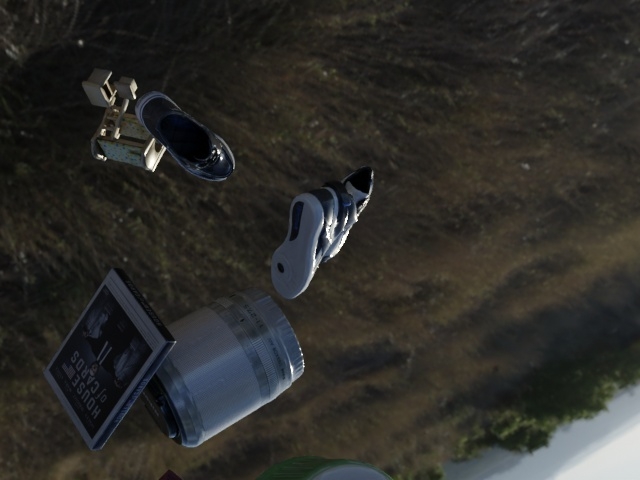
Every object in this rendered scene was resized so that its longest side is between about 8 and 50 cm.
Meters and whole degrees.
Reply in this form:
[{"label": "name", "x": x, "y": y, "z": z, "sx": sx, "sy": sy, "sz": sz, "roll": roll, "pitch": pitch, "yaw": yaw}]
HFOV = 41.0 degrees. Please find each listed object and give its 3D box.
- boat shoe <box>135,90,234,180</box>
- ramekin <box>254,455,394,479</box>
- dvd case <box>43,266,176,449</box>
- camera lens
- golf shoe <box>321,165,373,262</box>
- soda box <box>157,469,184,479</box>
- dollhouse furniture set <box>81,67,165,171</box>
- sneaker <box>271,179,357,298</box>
[{"label": "boat shoe", "x": -0.200, "y": -0.152, "z": 1.359, "sx": 0.080, "sy": 0.076, "sz": 0.228, "roll": -46, "pitch": 141, "yaw": -3}, {"label": "ramekin", "x": 0.017, "y": 0.498, "z": 1.385, "sx": 0.303, "sy": 0.303, "sz": 0.148, "roll": -14, "pitch": 170, "yaw": -34}, {"label": "dvd case", "x": -0.346, "y": 0.190, "z": 1.383, "sx": 0.239, "sy": 0.179, "sz": 0.029, "roll": -53, "pitch": 148, "yaw": 16}, {"label": "camera lens", "x": -0.198, "y": 0.235, "z": 1.596, "sx": 0.274, "sy": 0.219, "sz": 0.219, "roll": -28, "pitch": 160, "yaw": -25}, {"label": "golf shoe", "x": 0.031, "y": -0.053, "z": 1.468, "sx": 0.198, "sy": 0.077, "sz": 0.094, "roll": -60, "pitch": -179, "yaw": -31}, {"label": "soda box", "x": -0.078, "y": 0.342, "z": 0.821, "sx": 0.083, "sy": 0.263, "sz": 0.092, "roll": -41, "pitch": 149, "yaw": -34}, {"label": "dollhouse furniture set", "x": -0.319, "y": -0.203, "z": 1.511, "sx": 0.161, "sy": 0.182, "sz": 0.101, "roll": 77, "pitch": 30, "yaw": -56}, {"label": "sneaker", "x": 0.000, "y": 0.000, "z": 1.367, "sx": 0.121, "sy": 0.079, "sz": 0.217, "roll": -25, "pitch": 149, "yaw": -38}]
